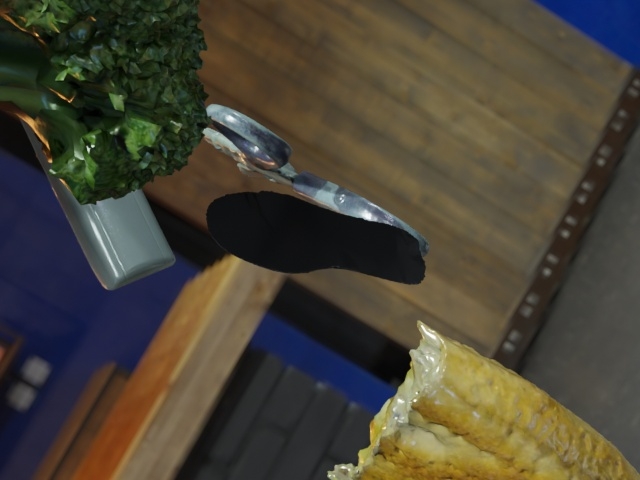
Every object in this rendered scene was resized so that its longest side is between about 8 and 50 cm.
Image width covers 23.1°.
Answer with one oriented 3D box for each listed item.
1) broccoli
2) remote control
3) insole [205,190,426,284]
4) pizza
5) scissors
[{"bbox_3d":[-0.219,-0.194,0.883,0.321,0.413,0.310,-45,6,39],"label":"broccoli"},{"bbox_3d":[-0.165,-0.045,1.154,0.061,0.162,0.029,-24,-6,-31],"label":"remote control"},{"bbox_3d":[0.000,0.000,1.068,0.004,0.188,0.064,-37,53,43],"label":"insole"},{"bbox_3d":[0.082,0.167,1.068,0.288,0.280,0.075,-16,37,42],"label":"pizza"},{"bbox_3d":[-0.051,-0.074,1.590,0.029,0.256,0.383,-59,21,-4],"label":"scissors"}]
